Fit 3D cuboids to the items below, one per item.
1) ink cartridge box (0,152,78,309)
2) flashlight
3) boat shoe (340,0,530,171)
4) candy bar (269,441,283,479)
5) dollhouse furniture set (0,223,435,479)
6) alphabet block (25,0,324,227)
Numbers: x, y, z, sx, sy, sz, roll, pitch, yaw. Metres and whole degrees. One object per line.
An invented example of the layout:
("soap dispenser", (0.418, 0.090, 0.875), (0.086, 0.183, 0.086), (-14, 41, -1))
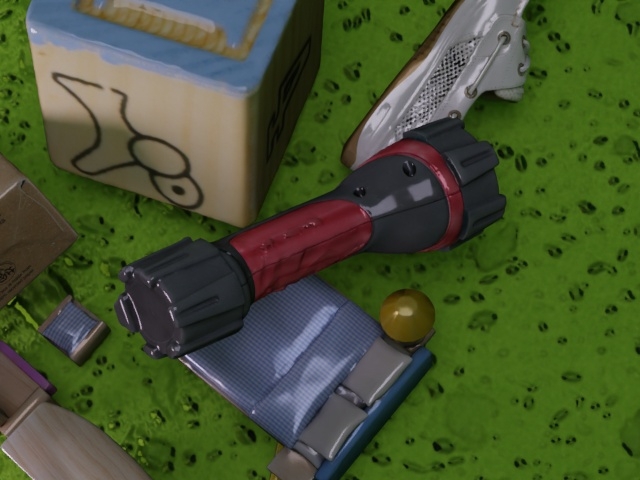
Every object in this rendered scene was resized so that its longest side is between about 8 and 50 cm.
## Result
("ink cartridge box", (-0.340, 0.010, 1.254), (0.234, 0.088, 0.193), (-44, 46, -8))
("flashlight", (0.000, 0.000, 1.176), (0.304, 0.103, 0.103), (-24, 55, -31))
("boat shoe", (0.134, -0.151, 1.318), (0.096, 0.098, 0.277), (38, 94, -1))
("candy bar", (-0.032, 0.225, 1.265), (0.040, 0.018, 0.162), (10, 77, 8))
("dollhouse furniture set", (-0.101, 0.078, 1.204), (0.286, 0.198, 0.303), (39, 79, 16))
("alphabet block", (-0.109, -0.158, 1.253), (0.192, 0.197, 0.193), (19, 60, 7))
